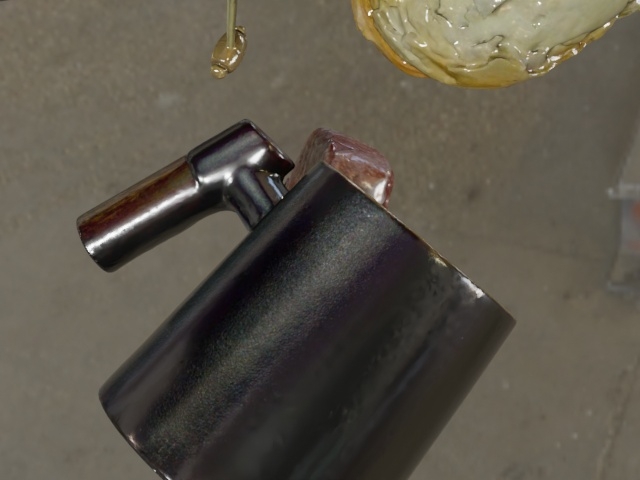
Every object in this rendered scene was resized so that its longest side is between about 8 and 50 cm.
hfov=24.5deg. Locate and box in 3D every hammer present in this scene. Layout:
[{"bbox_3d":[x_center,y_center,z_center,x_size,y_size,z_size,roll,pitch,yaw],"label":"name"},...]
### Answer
[{"bbox_3d":[-0.037,-0.104,0.626,0.014,0.123,0.029,23,70,3],"label":"hammer"}]

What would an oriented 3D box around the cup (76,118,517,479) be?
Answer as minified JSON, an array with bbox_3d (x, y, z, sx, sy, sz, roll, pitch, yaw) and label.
[{"bbox_3d":[-0.030,0.043,0.803,0.239,0.166,0.177,39,92,-2],"label":"cup"}]

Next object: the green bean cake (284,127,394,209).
[{"bbox_3d":[0.000,0.000,0.946,0.056,0.135,0.135,20,8,-11],"label":"green bean cake"}]

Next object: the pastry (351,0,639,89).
[{"bbox_3d":[0.083,-0.124,0.610,0.153,0.081,0.153,-23,36,18],"label":"pastry"}]
